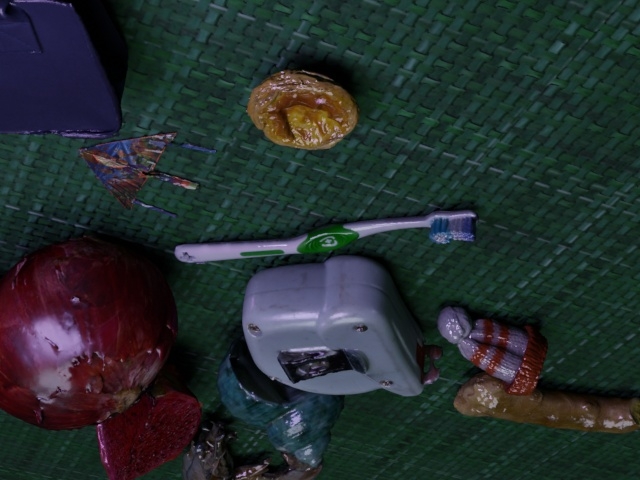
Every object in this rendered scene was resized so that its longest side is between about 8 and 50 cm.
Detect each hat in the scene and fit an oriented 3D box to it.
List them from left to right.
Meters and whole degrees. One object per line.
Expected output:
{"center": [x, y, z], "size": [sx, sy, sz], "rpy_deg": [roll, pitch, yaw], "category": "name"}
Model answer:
{"center": [0.235, 0.146, 1.789], "size": [0.162, 0.112, 0.093], "rpy_deg": [22, 116, -6], "category": "hat"}

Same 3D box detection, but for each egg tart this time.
{"center": [-0.021, -0.151, 1.406], "size": [0.130, 0.052, 0.130], "rpy_deg": [2, 147, 1], "category": "egg tart"}

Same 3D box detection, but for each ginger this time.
{"center": [0.356, 0.255, 1.944], "size": [0.298, 0.065, 0.118], "rpy_deg": [9, 159, -4], "category": "ginger"}

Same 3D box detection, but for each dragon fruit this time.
{"center": [-0.270, 0.241, 1.971], "size": [0.126, 0.161, 0.274], "rpy_deg": [-14, 146, -36], "category": "dragon fruit"}

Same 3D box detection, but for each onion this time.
{"center": [-0.323, 0.120, 1.688], "size": [0.276, 0.276, 0.276], "rpy_deg": [3, 146, 2], "category": "onion"}

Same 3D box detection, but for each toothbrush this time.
{"center": [0.001, -0.004, 1.641], "size": [0.418, 0.040, 0.042], "rpy_deg": [-4, 143, 21], "category": "toothbrush"}

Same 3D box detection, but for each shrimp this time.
{"center": [-0.124, 0.386, 2.198], "size": [0.247, 0.085, 0.360], "rpy_deg": [-9, 148, 4], "category": "shrimp"}

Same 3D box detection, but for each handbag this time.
{"center": [-0.375, -0.216, 1.301], "size": [0.325, 0.118, 0.269], "rpy_deg": [0, 153, 6], "category": "handbag"}

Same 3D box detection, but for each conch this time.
{"center": [-0.057, 0.242, 1.888], "size": [0.202, 0.196, 0.134], "rpy_deg": [40, 121, 15], "category": "conch"}

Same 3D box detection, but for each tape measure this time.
{"center": [0.021, 0.133, 1.755], "size": [0.246, 0.125, 0.243], "rpy_deg": [-8, 143, 18], "category": "tape measure"}

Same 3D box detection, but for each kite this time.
{"center": [-0.223, -0.085, 1.565], "size": [0.160, 0.010, 0.183], "rpy_deg": [17, 144, -18], "category": "kite"}
